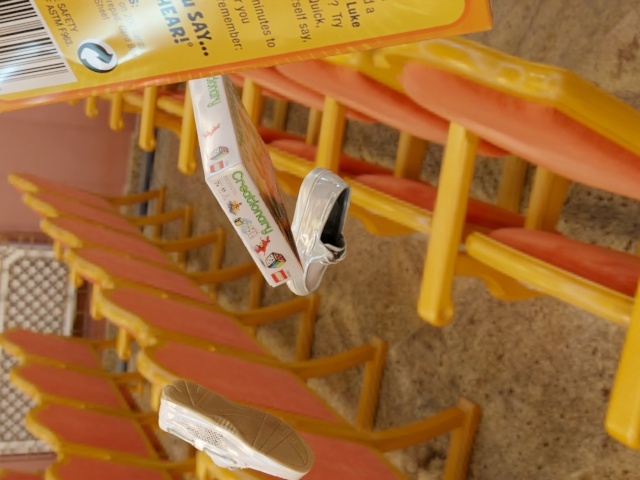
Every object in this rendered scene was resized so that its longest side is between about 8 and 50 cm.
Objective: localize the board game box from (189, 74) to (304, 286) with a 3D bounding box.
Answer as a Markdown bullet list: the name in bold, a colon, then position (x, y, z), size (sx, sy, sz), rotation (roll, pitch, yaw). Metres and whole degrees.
- **board game box**: position (-0.107, -0.103, 1.156), size (0.305, 0.053, 0.193), rotation (-109, -7, -51)

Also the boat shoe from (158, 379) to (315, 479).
- **boat shoe**: position (-0.141, 0.327, 1.392), size (0.277, 0.098, 0.096), rotation (24, 114, 16)

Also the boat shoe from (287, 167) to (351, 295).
- **boat shoe**: position (0.001, -0.001, 1.350), size (0.081, 0.079, 0.227), rotation (29, 123, 32)

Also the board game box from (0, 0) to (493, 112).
- **board game box**: position (-0.088, -0.351, 0.556), size (0.356, 0.356, 0.356), rotation (-78, -24, -44)
